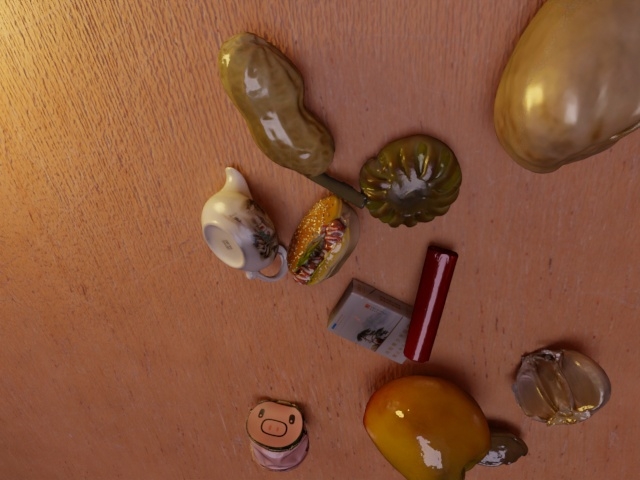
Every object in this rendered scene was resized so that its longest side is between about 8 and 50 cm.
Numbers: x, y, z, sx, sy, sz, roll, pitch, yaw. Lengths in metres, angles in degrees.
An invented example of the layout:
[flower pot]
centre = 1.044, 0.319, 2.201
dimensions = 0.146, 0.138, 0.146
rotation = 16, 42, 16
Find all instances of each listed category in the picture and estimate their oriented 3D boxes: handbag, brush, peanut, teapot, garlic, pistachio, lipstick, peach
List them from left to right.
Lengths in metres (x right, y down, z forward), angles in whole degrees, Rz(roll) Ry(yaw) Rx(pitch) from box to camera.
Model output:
[teapot]
centre = -0.177, -0.016, 0.963
dimensions = 0.204, 0.139, 0.298
rotation = 1, 127, 41
[handbag]
centre = -0.136, 0.616, 1.297
dimensions = 0.205, 0.179, 0.116
rotation = 7, 128, 8
[peanut]
centre = -0.082, -0.256, 0.804
dimensions = 0.147, 0.147, 0.305
rotation = -20, 116, 20
[brush]
centre = 0.023, -0.128, 0.892
dimensions = 0.190, 0.027, 0.034
rotation = 32, 128, 21
[peach]
centre = 0.282, 0.499, 1.105
dimensions = 0.308, 0.289, 0.289
rotation = 37, 129, 34
[lipstick]
centre = 0.259, 0.152, 0.971
dimensions = 0.073, 0.073, 0.279
rotation = 12, 103, 4
[garlic]
centre = 0.623, 0.369, 1.042
dimensions = 0.143, 0.178, 0.229
rotation = 7, 146, -29
[pistachio]
centre = 0.422, -0.262, 0.661
dimensions = 0.238, 0.229, 0.321
rotation = 35, 117, 29

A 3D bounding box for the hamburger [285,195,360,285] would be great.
[hamburger]
centre = 0.000, 0.000, 0.918
dimensions = 0.116, 0.173, 0.210
rotation = 15, 126, -28

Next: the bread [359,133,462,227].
[bread]
centre = 0.188, -0.113, 0.856
dimensions = 0.213, 0.105, 0.213
rotation = 3, 122, 5

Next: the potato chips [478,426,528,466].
[potato chips]
centre = 0.511, 0.617, 1.242
dimensions = 0.208, 0.062, 0.195
rotation = -20, 120, 19

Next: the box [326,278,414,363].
[box]
centre = 0.151, 0.216, 1.073
dimensions = 0.233, 0.067, 0.149
rotation = 26, 118, -7
